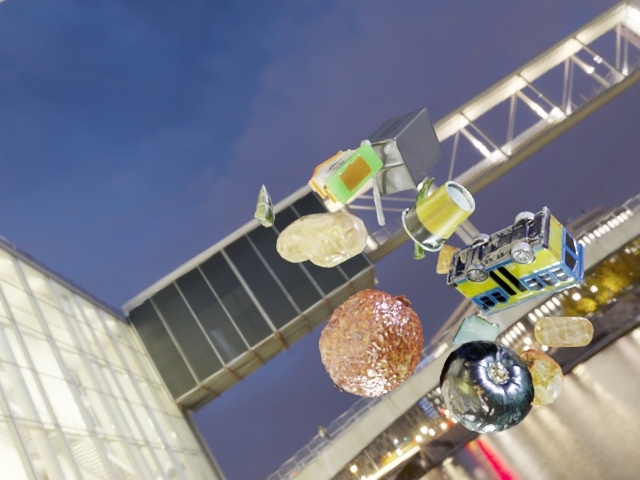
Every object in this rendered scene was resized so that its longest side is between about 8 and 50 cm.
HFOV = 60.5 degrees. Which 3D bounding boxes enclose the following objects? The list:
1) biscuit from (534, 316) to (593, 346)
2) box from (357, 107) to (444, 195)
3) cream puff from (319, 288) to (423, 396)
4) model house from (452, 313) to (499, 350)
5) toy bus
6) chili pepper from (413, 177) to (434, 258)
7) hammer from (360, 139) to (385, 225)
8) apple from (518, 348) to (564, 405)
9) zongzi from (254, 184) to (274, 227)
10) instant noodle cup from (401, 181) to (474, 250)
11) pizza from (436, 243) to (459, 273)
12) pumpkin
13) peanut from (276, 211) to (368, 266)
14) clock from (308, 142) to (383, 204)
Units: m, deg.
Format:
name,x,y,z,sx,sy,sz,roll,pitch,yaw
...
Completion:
name,x,y,z,sx,sy,sz,roll,pitch,yaw
biscuit,0.578,0.217,1.305,0.147,0.071,0.018,1,1,-5
box,0.366,-0.397,2.463,0.205,0.251,0.345,-10,25,42
cream puff,0.164,0.311,1.644,0.351,0.350,0.229,-31,15,-15
model house,0.500,0.313,1.811,0.148,0.120,0.149,-63,-9,2
toy bus,0.475,0.060,1.358,0.288,0.175,0.138,-33,25,45
chili pepper,0.433,-0.099,2.341,0.077,0.358,0.085,6,-13,10
hammer,0.241,-0.235,2.404,0.044,0.152,0.426,-16,-46,1
apple,0.681,0.424,1.743,0.156,0.158,0.147,-31,12,4
zongzi,-0.181,-0.113,1.844,0.055,0.119,0.109,0,-18,9
instant noodle cup,0.472,-0.106,2.162,0.216,0.215,0.236,-11,-28,-46
pizza,0.569,0.074,2.411,0.041,0.131,0.178,14,-57,-45
pumpkin,0.408,0.356,1.356,0.233,0.233,0.163,-27,-29,-24
peanut,0.000,0.000,1.950,0.387,0.192,0.170,-5,-8,41
clock,0.073,-0.245,2.047,0.220,0.106,0.255,-45,20,-14
